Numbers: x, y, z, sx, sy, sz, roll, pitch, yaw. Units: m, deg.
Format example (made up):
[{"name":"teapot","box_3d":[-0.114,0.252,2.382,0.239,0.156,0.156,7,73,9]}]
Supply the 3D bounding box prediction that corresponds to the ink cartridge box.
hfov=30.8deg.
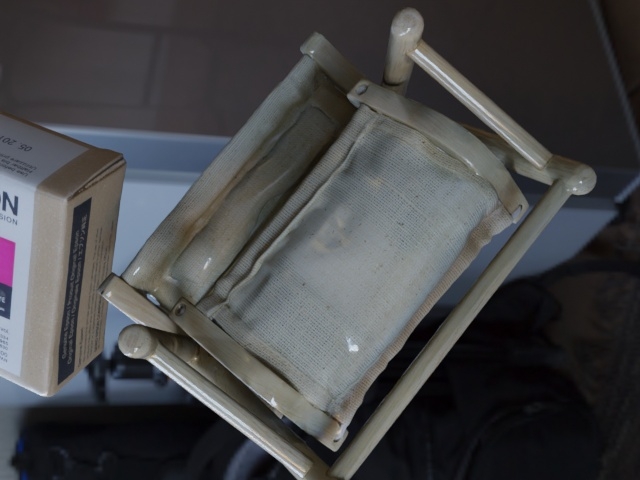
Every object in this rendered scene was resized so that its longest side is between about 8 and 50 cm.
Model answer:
[{"name":"ink cartridge box","box_3d":[-0.285,-0.009,0.937,0.088,0.234,0.193,-47,-27,-54]}]

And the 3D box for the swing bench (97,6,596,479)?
[{"name":"swing bench","box_3d":[0.000,0.000,0.767,0.253,0.165,0.254,-51,13,-4]}]
